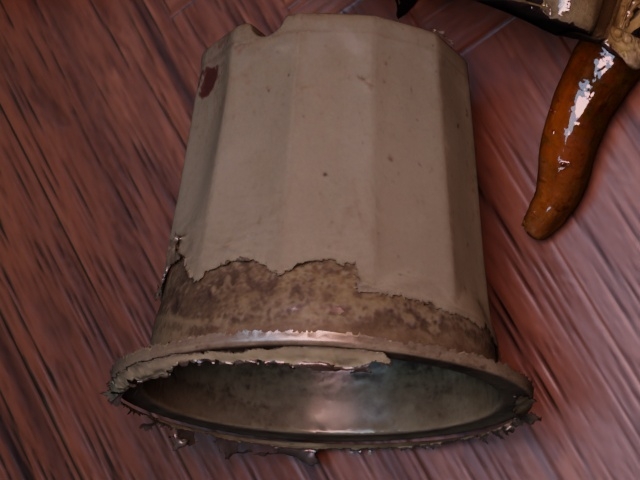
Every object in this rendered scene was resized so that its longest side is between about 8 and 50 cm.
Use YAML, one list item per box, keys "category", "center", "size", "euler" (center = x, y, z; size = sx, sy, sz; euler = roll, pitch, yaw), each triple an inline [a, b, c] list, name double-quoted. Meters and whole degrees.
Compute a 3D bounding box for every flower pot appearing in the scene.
- category: "flower pot"
  center: [0.000, 0.000, 1.103]
  size: [0.290, 0.290, 0.259]
  euler: [-7, 71, 22]

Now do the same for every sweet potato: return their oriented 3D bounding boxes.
- category: "sweet potato"
  center: [0.200, -0.123, 1.131]
  size: [0.057, 0.057, 0.264]
  euler: [33, 102, 23]

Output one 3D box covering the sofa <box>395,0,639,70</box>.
- category: "sofa"
  center: [0.110, -0.243, 1.082]
  size: [0.258, 0.182, 0.200]
  euler: [22, 92, 43]
